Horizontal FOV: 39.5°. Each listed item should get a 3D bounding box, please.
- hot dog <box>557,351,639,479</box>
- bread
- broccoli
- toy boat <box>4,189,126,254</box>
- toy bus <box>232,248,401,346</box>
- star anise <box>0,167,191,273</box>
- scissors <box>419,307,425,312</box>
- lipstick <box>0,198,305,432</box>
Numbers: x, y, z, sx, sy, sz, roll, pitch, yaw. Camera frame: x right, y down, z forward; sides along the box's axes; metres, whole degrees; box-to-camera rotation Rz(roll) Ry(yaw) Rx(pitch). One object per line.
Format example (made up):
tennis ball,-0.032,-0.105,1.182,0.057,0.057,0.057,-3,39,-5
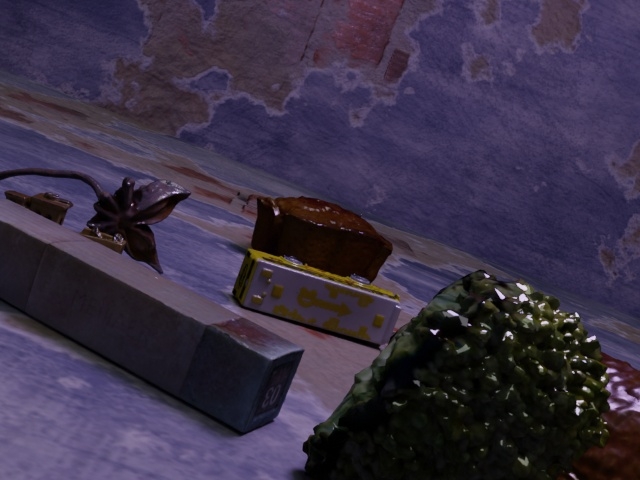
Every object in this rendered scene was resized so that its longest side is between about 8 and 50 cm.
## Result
hot dog,0.306,0.209,0.885,0.387,0.174,0.267,16,1,39
bread,-0.001,-0.002,1.552,0.247,0.135,0.232,15,10,-37
broccoli,0.118,0.142,0.700,0.180,0.242,0.273,45,18,7
toy boat,-0.333,-0.024,1.057,0.206,0.072,0.064,22,6,-5
toy bus,-0.003,0.076,1.229,0.226,0.081,0.074,19,7,-19
star anise,-0.312,-0.050,1.177,0.218,0.148,0.227,-31,51,-22
scissors,0.291,0.182,1.520,0.248,0.017,0.144,22,13,-11
lipstick,-0.198,0.059,0.847,0.371,0.076,0.080,25,10,20
